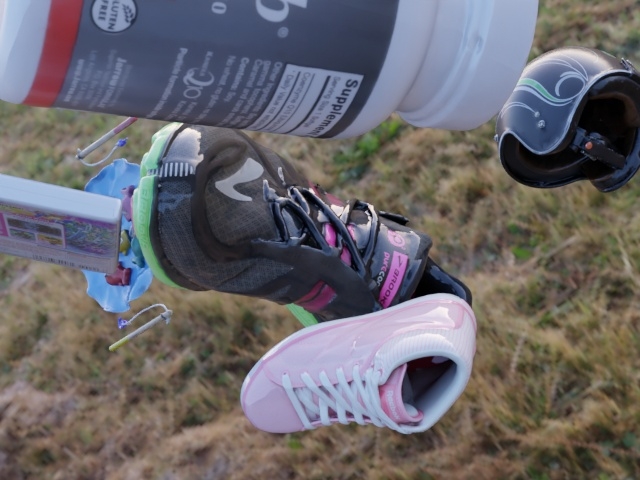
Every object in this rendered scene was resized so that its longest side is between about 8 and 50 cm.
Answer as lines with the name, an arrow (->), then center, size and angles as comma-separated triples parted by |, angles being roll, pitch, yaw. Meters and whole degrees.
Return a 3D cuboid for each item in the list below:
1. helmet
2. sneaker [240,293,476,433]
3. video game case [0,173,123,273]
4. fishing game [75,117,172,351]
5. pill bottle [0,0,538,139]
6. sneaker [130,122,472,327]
helmet -> 0.282, -0.137, 1.339 | 0.169, 0.169, 0.161 | -46, 27, -10
sneaker -> 0.017, 0.073, 0.599 | 0.134, 0.051, 0.070 | -22, 20, 11
video game case -> -0.208, -0.016, 0.761 | 0.143, 0.157, 0.019 | 125, 156, -72
fishing game -> -0.250, -0.007, 1.401 | 0.189, 0.041, 0.264 | -25, 70, 45
pill bottle -> -0.045, -0.183, 0.835 | 0.210, 0.363, 0.210 | -176, 90, -67
sneaker -> 0.000, 0.000, 1.212 | 0.202, 0.483, 0.185 | -1, 73, 38
